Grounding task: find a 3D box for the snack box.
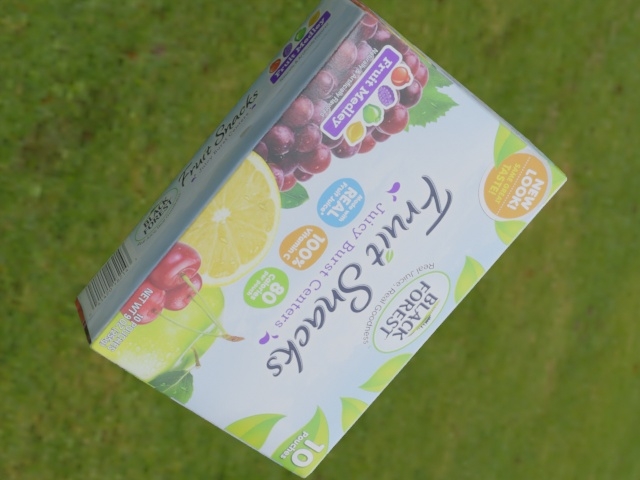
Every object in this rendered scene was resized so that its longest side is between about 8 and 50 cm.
[{"bbox_3d":[0.000,0.000,0.542,0.100,0.037,0.141,35,100,-30],"label":"snack box"}]
